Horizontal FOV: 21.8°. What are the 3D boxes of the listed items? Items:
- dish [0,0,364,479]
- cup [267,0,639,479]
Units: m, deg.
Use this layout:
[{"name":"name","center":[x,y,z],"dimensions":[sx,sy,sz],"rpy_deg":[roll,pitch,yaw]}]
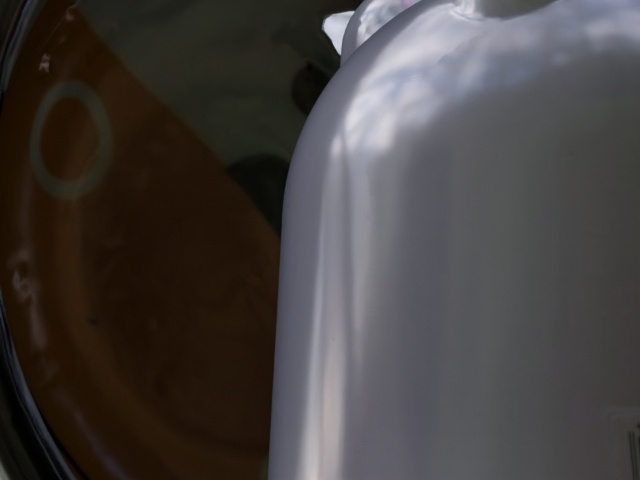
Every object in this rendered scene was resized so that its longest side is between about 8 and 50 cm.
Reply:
[{"name":"dish","center":[0.000,0.000,0.513],"dimensions":[0.303,0.303,0.120],"rpy_deg":[26,-21,-26]},{"name":"cup","center":[0.071,0.011,0.388],"dimensions":[0.173,0.142,0.134],"rpy_deg":[12,-17,-36]}]
